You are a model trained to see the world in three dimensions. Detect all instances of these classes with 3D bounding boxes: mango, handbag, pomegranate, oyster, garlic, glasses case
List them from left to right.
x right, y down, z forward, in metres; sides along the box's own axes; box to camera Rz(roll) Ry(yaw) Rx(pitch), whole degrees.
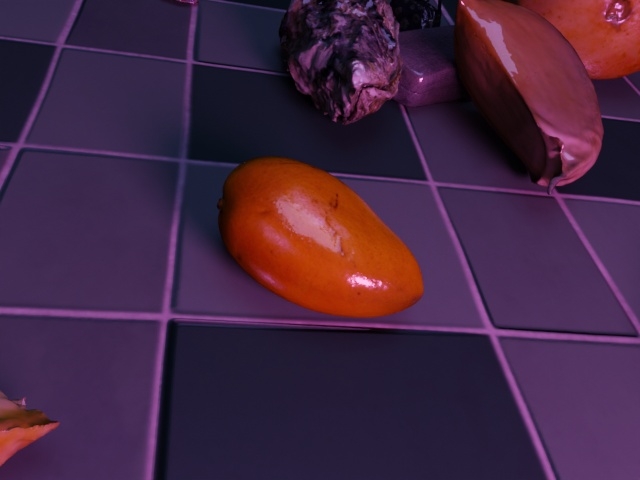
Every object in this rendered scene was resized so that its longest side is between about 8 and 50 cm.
[{"bbox_3d":[0.000,0.000,0.628,0.219,0.112,0.145,30,37,14],"label":"mango"},{"bbox_3d":[0.031,-0.271,0.917,0.158,0.162,0.351,25,29,-25],"label":"oyster"},{"bbox_3d":[0.170,-0.400,1.125,0.072,0.139,0.115,-2,41,-31],"label":"handbag"},{"bbox_3d":[0.222,-0.291,1.065,0.323,0.074,0.131,-18,51,-33],"label":"glasses case"},{"bbox_3d":[0.278,-0.172,0.881,0.196,0.151,0.339,11,54,-40],"label":"garlic"},{"bbox_3d":[0.493,-0.463,1.151,0.342,0.343,0.343,9,40,-7],"label":"pomegranate"}]

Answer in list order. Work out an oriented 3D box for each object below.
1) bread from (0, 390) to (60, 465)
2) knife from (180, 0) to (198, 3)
[{"bbox_3d":[-0.351,0.089,0.309,0.248,0.279,0.315,27,53,25],"label":"bread"},{"bbox_3d":[-0.262,-0.531,1.223,0.089,0.043,0.365,2,42,-14],"label":"knife"}]
